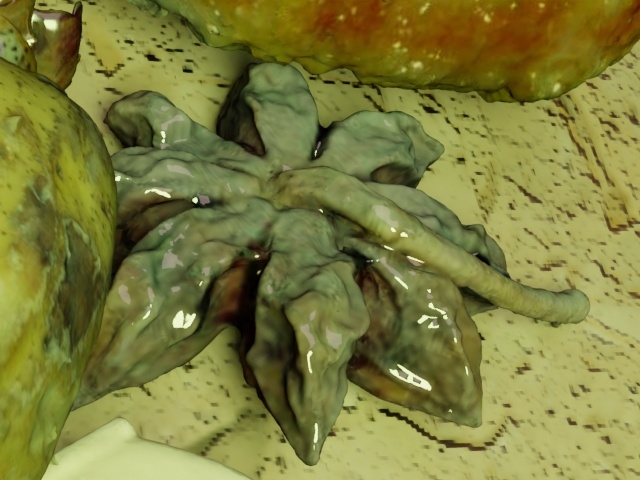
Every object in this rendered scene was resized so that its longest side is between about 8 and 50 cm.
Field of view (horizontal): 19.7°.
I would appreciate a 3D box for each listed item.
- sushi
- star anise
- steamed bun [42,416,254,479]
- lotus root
[{"bbox_3d":[0.027,-0.153,0.799,0.274,0.139,0.184,4,31,-29],"label":"sushi"},{"bbox_3d":[0.000,0.000,0.753,0.262,0.081,0.230,8,36,-14],"label":"star anise"},{"bbox_3d":[-0.087,0.184,0.544,0.164,0.146,0.241,42,52,19],"label":"steamed bun"},{"bbox_3d":[-0.136,-0.006,0.543,0.154,0.154,0.278,19,39,-9],"label":"lotus root"}]
